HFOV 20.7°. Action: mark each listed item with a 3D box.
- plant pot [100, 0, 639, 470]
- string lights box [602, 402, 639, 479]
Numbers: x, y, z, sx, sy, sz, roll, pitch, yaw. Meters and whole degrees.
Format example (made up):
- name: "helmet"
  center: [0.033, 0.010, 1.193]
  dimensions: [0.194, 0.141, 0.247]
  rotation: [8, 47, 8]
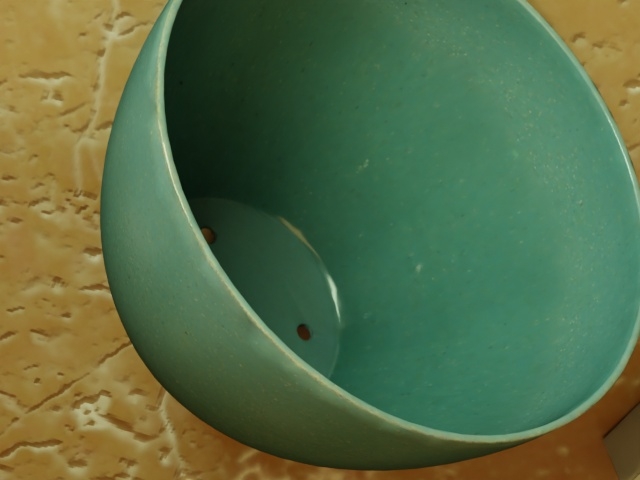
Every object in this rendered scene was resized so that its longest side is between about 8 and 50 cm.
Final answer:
- name: "plant pot"
  center: [0.000, 0.000, 0.930]
  dimensions: [0.290, 0.290, 0.195]
  rotation: [40, 140, -11]
- name: "string lights box"
  center: [0.312, 0.168, 1.055]
  dimensions: [0.260, 0.077, 0.133]
  rotation: [41, 103, -11]
